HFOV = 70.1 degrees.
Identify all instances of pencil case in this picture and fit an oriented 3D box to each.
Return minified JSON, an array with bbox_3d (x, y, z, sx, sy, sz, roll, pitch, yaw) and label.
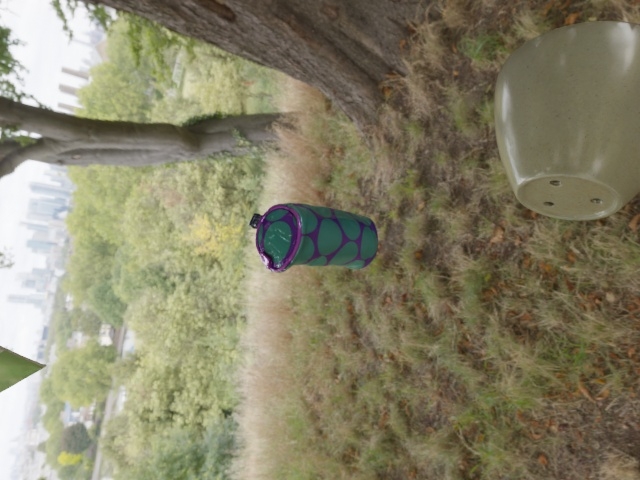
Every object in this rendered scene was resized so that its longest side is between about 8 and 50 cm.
[{"bbox_3d":[0.000,0.000,0.474,0.070,0.152,0.064,-50,61,24],"label":"pencil case"}]

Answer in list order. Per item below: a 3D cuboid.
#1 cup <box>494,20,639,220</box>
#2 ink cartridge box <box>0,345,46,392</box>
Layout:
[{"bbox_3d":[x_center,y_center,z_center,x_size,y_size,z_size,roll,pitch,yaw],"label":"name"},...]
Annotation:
[{"bbox_3d":[0.466,-0.176,0.824,0.331,0.331,0.237,-7,60,58],"label":"cup"},{"bbox_3d":[-0.282,0.065,0.229,0.056,0.171,0.235,55,162,18],"label":"ink cartridge box"}]
